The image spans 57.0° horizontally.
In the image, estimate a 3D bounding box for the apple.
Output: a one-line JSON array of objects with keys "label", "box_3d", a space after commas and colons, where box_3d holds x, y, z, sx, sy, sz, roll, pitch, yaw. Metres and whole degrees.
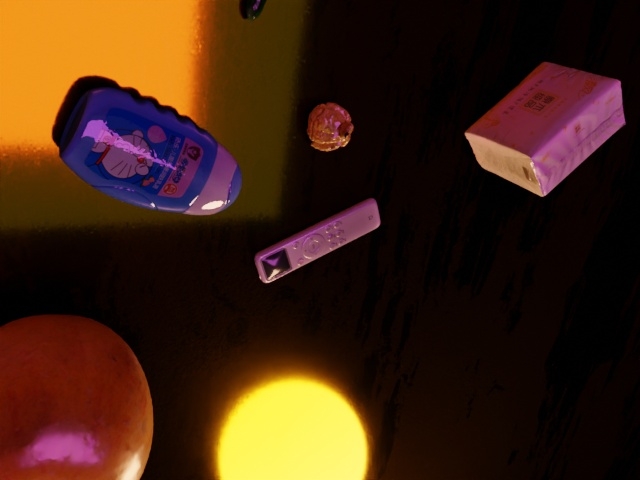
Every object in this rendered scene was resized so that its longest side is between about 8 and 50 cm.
[{"label": "apple", "box_3d": [-0.393, 0.260, 0.853, 0.299, 0.275, 0.298, -15, 133, -17]}]

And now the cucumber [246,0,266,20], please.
[{"label": "cucumber", "box_3d": [-0.073, -0.405, 0.839, 0.036, 0.033, 0.184, -12, 124, -55]}]

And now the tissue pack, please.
[{"label": "tissue pack", "box_3d": [0.431, -0.222, 1.142, 0.225, 0.185, 0.124, -41, 131, -6]}]

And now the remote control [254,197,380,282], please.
[{"label": "remote control", "box_3d": [0.000, 0.000, 1.095, 0.261, 0.029, 0.067, -26, 125, -17]}]

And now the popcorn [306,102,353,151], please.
[{"label": "popcorn", "box_3d": [0.023, -0.185, 0.982, 0.084, 0.084, 0.084, -14, 121, -25]}]

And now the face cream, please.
[{"label": "face cream", "box_3d": [-0.232, -0.114, 0.861, 0.264, 0.083, 0.149, 22, 105, -37]}]
